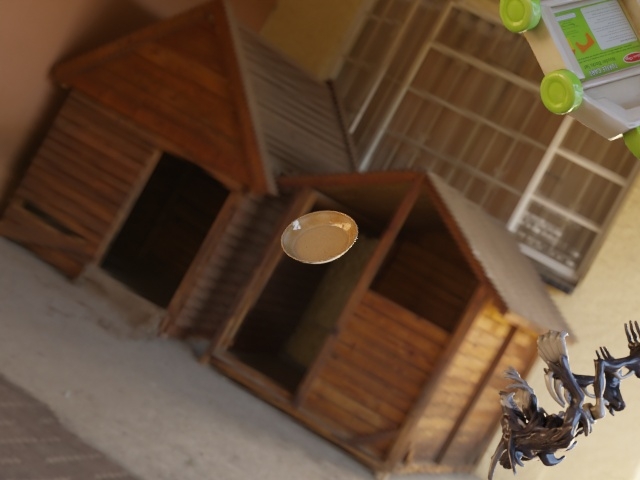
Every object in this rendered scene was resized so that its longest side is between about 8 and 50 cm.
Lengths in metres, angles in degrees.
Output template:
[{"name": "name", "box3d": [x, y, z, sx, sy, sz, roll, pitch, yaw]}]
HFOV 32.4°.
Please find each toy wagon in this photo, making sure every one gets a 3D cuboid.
[{"name": "toy wagon", "box3d": [0.382, -0.231, 1.444, 0.068, 0.267, 0.344, -35, -103, 54]}]

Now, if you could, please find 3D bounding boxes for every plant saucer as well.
[{"name": "plant saucer", "box3d": [0.000, 0.000, 1.180, 0.083, 0.083, 0.015, 29, -36, 39]}]

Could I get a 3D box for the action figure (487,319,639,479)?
[{"name": "action figure", "box3d": [0.290, 0.192, 1.363, 0.141, 0.276, 0.164, 59, -37, 13]}]
